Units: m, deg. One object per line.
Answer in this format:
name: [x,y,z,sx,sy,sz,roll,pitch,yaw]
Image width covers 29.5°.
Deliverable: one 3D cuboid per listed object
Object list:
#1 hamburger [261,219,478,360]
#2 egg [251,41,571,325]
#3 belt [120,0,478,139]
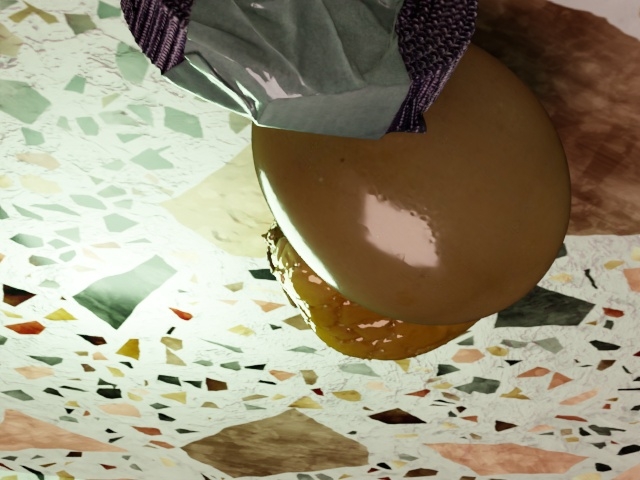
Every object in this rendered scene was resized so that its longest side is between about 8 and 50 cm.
hamburger: [0.080,0.042,1.600,0.318,0.158,0.319,-3,139,-3]
egg: [0.097,-0.076,1.301,0.374,0.301,0.301,43,136,-20]
belt: [-0.015,-0.224,1.103,0.324,0.260,0.122,4,152,-18]
